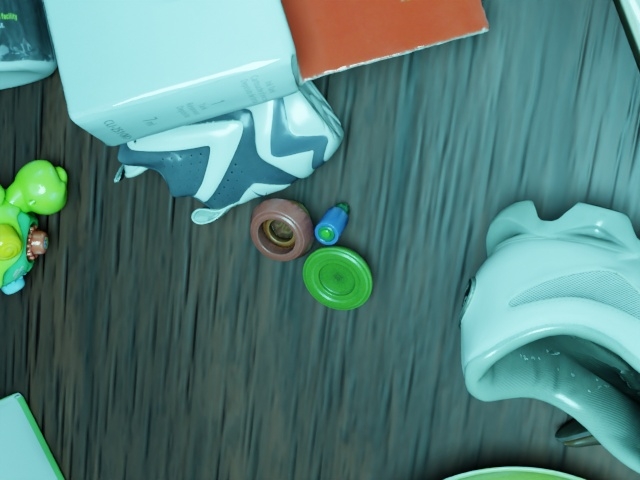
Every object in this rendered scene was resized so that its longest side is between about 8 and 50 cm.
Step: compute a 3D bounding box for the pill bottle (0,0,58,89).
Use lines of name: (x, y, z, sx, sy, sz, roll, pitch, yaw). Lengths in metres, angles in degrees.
pill bottle: (-0.279, -0.235, 0.603, 0.130, 0.130, 0.246, -7, 97, 21)

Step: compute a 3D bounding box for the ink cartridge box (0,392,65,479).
ink cartridge box: (-0.346, 0.284, 0.729, 0.272, 0.115, 0.198, -27, 89, 22)

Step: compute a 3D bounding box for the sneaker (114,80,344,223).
sneaker: (-0.109, -0.115, 0.579, 0.153, 0.094, 0.235, -37, 96, 14)

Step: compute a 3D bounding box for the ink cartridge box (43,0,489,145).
ink cartridge box: (-0.052, -0.218, 0.488, 0.238, 0.060, 0.275, -16, 80, 4)

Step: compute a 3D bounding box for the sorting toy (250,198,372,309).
sorting toy: (0.000, 0.000, 0.595, 0.102, 0.042, 0.061, 37, 126, -2)

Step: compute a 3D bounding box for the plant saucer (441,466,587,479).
plant saucer: (0.139, 0.265, 0.573, 0.241, 0.037, 0.241, 1, 97, 12)

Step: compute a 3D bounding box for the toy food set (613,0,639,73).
toy food set: (0.185, -0.139, 0.399, 0.092, 0.219, 0.306, -21, 91, 22)

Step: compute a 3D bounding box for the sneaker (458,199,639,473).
sneaker: (0.234, 0.082, 0.446, 0.330, 0.146, 0.122, 10, 134, 22)

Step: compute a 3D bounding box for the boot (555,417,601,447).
boot: (0.221, 0.159, 0.541, 0.106, 0.037, 0.114, -20, 97, 25)

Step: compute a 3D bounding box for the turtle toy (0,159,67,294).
turtle toy: (-0.251, -0.011, 0.666, 0.130, 0.066, 0.095, -52, 57, 18)
